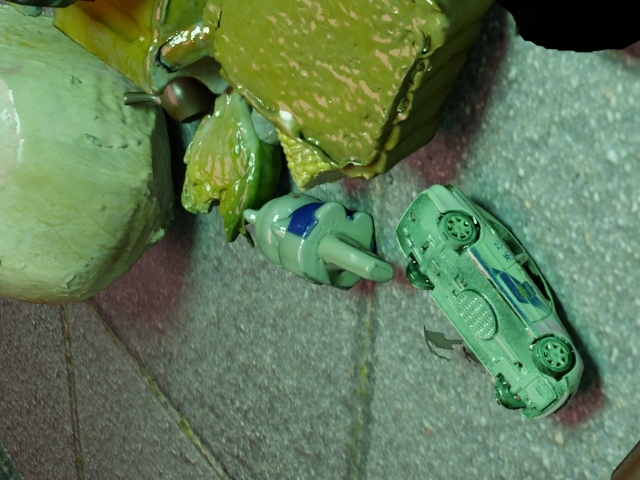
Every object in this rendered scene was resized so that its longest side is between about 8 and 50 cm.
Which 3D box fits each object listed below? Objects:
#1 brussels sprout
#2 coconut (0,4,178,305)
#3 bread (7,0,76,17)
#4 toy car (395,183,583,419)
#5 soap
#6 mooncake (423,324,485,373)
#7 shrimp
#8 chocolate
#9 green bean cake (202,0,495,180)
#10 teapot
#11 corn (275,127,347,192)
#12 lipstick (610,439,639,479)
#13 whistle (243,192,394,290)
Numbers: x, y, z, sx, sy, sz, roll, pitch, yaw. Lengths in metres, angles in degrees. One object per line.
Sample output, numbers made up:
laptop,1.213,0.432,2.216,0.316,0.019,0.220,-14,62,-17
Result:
brussels sprout,-0.097,-0.088,1.414,0.139,0.100,0.181,24,100,57
coconut,-0.363,-0.099,1.638,0.404,0.404,0.404,38,138,46
bread,-0.253,-0.406,1.191,0.395,0.239,0.264,-40,51,16
toy car,0.156,0.050,1.063,0.224,0.076,0.090,54,147,15
soap,-0.195,-0.328,1.389,0.281,0.143,0.259,40,122,47
mooncake,0.130,0.219,1.245,0.150,0.057,0.347,14,125,44
shrimp,-0.097,-0.168,1.300,0.049,0.166,0.161,-102,11,-55
chocolate,0.184,-0.225,0.821,0.156,0.156,0.133,124,150,-56
green bean cake,0.025,-0.198,1.048,0.224,0.131,0.230,42,138,16
teapot,-0.193,-0.182,1.522,0.085,0.110,0.080,106,143,-83
corn,-0.018,-0.175,1.221,0.093,0.093,0.244,-7,101,62
lipstick,0.301,0.096,0.849,0.057,0.057,0.357,56,148,26
whistle,0.000,0.000,1.291,0.244,0.110,0.092,22,90,57
